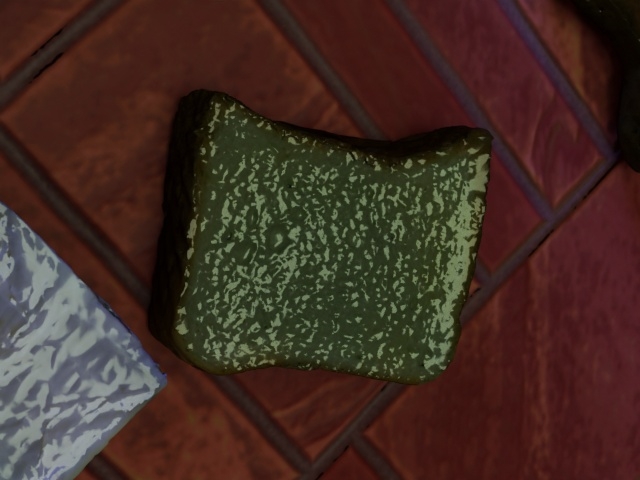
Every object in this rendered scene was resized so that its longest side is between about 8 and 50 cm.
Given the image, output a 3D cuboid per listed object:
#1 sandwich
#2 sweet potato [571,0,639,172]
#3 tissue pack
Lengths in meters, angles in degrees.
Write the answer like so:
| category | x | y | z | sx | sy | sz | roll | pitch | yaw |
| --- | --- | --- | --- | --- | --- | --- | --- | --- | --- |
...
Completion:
| category | x | y | z | sx | sy | sz | roll | pitch | yaw |
| --- | --- | --- | --- | --- | --- | --- | --- | --- | --- |
| sandwich | 0.000 | 0.000 | 0.790 | 0.214 | 0.065 | 0.186 | 8 | 94 | -24 |
| sweet potato | 0.221 | -0.163 | 0.871 | 0.081 | 0.062 | 0.233 | -29 | 112 | -2 |
| tissue pack | -0.206 | 0.055 | 0.626 | 0.156 | 0.209 | 0.148 | -44 | 112 | -12 |
